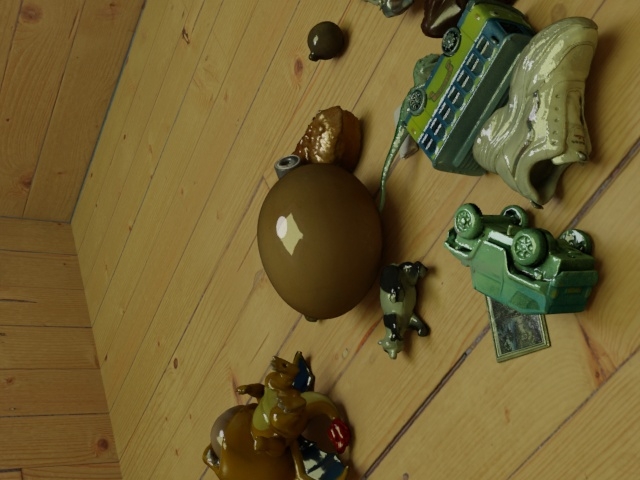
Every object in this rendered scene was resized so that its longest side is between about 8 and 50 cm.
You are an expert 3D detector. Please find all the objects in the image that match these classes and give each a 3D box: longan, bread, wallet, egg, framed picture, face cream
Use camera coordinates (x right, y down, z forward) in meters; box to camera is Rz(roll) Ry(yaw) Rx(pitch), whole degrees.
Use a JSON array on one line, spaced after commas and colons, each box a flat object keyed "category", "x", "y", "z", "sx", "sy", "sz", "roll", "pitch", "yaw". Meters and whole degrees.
[{"category": "longan", "x": 0.009, "y": -0.532, "z": 2.153, "sx": 0.119, "sy": 0.106, "sz": 0.106, "roll": -56, "pitch": 35, "yaw": -1}, {"category": "bread", "x": 0.016, "y": -0.221, "z": 2.077, "sx": 0.260, "sy": 0.129, "sz": 0.134, "roll": -48, "pitch": 48, "yaw": 46}, {"category": "wallet", "x": 0.199, "y": -0.259, "z": 1.889, "sx": 0.061, "sy": 0.025, "sz": 0.122, "roll": -40, "pitch": 53, "yaw": 56}, {"category": "egg", "x": 0.000, "y": 0.000, "z": 1.903, "sx": 0.301, "sy": 0.301, "sz": 0.373, "roll": -29, "pitch": 63, "yaw": 52}, {"category": "framed picture", "x": 0.376, "y": 0.135, "z": 1.559, "sx": 0.142, "sy": 0.011, "sz": 0.183, "roll": -32, "pitch": 59, "yaw": 51}, {"category": "face cream", "x": -0.046, "y": -0.089, "z": 2.088, "sx": 0.073, "sy": 0.073, "sz": 0.283, "roll": 40, "pitch": 154, "yaw": 53}]

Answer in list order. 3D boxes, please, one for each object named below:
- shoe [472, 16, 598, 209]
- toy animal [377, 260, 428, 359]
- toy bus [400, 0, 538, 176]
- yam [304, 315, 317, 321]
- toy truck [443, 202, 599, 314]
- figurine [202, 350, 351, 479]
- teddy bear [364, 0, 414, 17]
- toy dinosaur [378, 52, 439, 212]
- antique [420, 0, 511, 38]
[{"category": "shoe", "x": 0.427, "y": -0.219, "z": 1.437, "sx": 0.210, "sy": 0.132, "sz": 0.342, "roll": 58, "pitch": 136, "yaw": 38}, {"category": "toy animal", "x": 0.177, "y": 0.156, "z": 1.797, "sx": 0.121, "sy": 0.094, "sz": 0.225, "roll": -167, "pitch": 75, "yaw": -67}, {"category": "toy bus", "x": 0.313, "y": -0.303, "z": 1.597, "sx": 0.312, "sy": 0.152, "sz": 0.190, "roll": -62, "pitch": 38, "yaw": 32}, {"category": "yam", "x": -0.051, "y": 0.113, "z": 2.196, "sx": 0.061, "sy": 0.061, "sz": 0.253, "roll": -58, "pitch": 40, "yaw": 35}, {"category": "toy truck", "x": 0.360, "y": 0.031, "z": 1.458, "sx": 0.279, "sy": 0.155, "sz": 0.156, "roll": 29, "pitch": 113, "yaw": 51}, {"category": "figurine", "x": -0.113, "y": 0.520, "z": 2.041, "sx": 0.401, "sy": 0.268, "sz": 0.387, "roll": 54, "pitch": 127, "yaw": 40}, {"category": "teddy bear", "x": 0.146, "y": -0.731, "z": 1.975, "sx": 0.362, "sy": 0.375, "sz": 0.327, "roll": 34, "pitch": 122, "yaw": 8}, {"category": "toy dinosaur", "x": 0.212, "y": -0.240, "z": 1.795, "sx": 0.129, "sy": 0.076, "sz": 0.383, "roll": 22, "pitch": 91, "yaw": 55}, {"category": "antique", "x": 0.308, "y": -0.521, "z": 1.671, "sx": 0.257, "sy": 0.121, "sz": 0.143, "roll": -50, "pitch": 39, "yaw": 41}]
